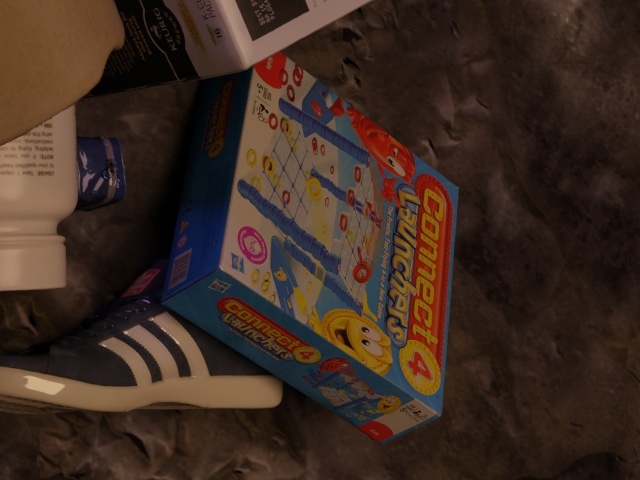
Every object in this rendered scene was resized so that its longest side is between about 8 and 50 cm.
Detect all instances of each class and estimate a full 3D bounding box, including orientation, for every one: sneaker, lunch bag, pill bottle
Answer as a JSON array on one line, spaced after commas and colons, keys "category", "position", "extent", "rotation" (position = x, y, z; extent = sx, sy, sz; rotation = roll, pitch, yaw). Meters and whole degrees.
[{"category": "sneaker", "position": [-0.187, 0.091, 1.868], "extent": [0.350, 0.131, 0.148], "rotation": [3, 84, -44]}, {"category": "lunch bag", "position": [-0.226, -0.064, 1.855], "extent": [0.065, 0.098, 0.067], "rotation": [-3, 85, -39]}, {"category": "pill bottle", "position": [-0.302, -0.095, 1.762], "extent": [0.160, 0.160, 0.283], "rotation": [-1, 88, -36]}]

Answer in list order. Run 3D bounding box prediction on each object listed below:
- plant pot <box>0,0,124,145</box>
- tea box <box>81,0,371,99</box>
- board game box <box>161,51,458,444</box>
[{"category": "plant pot", "position": [-0.314, -0.239, 1.512], "extent": [0.334, 0.334, 0.305], "rotation": [-42, 122, -30]}, {"category": "tea box", "position": [-0.138, -0.329, 1.790], "extent": [0.220, 0.323, 0.329], "rotation": [-32, 107, -32]}, {"category": "board game box", "position": [0.000, 0.000, 1.953], "extent": [0.302, 0.086, 0.308], "rotation": [35, 44, -30]}]
